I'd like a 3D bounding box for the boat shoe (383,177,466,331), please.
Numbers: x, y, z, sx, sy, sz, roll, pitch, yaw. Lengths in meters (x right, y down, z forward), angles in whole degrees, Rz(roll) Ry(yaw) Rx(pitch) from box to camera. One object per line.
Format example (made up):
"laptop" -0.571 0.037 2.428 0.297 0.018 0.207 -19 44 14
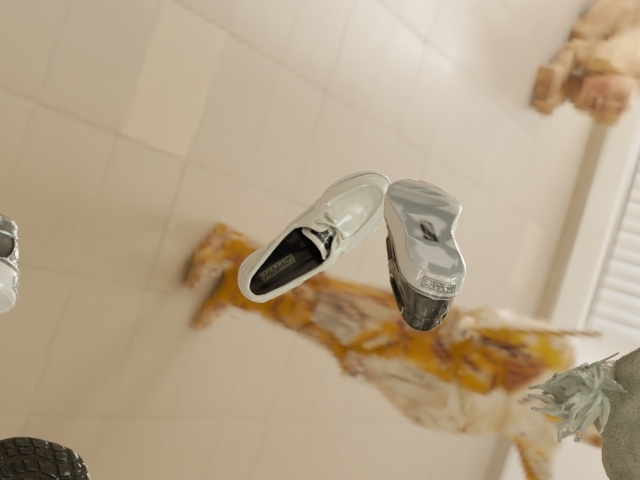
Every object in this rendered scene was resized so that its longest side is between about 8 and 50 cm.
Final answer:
"boat shoe" 0.097 0.014 1.346 0.228 0.080 0.076 -99 -157 -62

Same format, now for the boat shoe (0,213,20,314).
"boat shoe" -0.413 -0.008 1.218 0.108 0.301 0.102 130 -37 -53

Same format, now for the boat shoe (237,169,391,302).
"boat shoe" 0.000 0.000 1.900 0.258 0.095 0.084 -42 -171 -2

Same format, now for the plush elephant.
"plush elephant" 0.361 0.209 1.235 0.330 0.255 0.272 -9 159 -35

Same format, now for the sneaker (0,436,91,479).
"sneaker" -0.417 0.311 1.641 0.283 0.107 0.124 -9 160 -28
